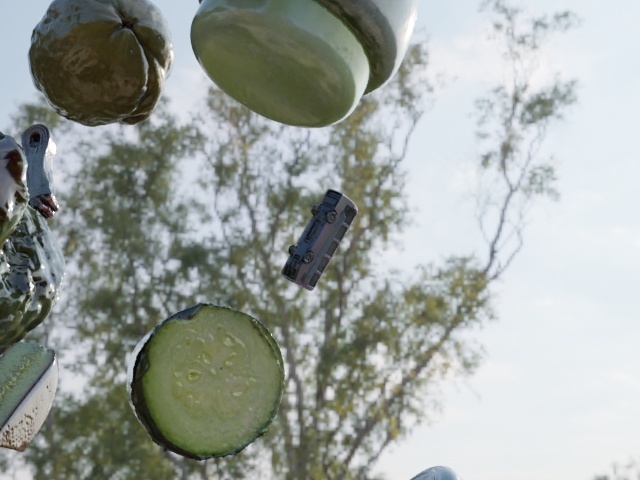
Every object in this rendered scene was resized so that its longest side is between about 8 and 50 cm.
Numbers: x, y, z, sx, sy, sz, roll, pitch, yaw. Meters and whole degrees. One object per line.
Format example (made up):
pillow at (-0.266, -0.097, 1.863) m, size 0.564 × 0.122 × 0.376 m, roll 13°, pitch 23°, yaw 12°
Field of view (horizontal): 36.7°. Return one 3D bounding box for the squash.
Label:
squash at (-0.163, 0.202, 1.356) m, size 0.220 × 0.220 × 0.133 m, roll 8°, pitch -16°, yaw -14°

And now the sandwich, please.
sandwich at (-0.480, 0.254, 1.483) m, size 0.094 × 0.258 × 0.096 m, roll 7°, pitch -63°, yaw 7°

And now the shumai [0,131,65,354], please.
shumai at (-0.524, -0.022, 1.244) m, size 0.398 × 0.324 × 0.323 m, roll 0°, pitch -35°, yaw -21°

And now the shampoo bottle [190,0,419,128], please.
shampoo bottle at (-0.017, -0.350, 1.410) m, size 0.322 × 0.317 × 0.322 m, roll 22°, pitch -23°, yaw 9°

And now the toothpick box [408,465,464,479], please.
toothpick box at (0.224, 0.545, 1.433) m, size 0.355 × 0.263 × 0.263 m, roll 43°, pitch -29°, yaw -2°

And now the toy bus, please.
toy bus at (0.000, 0.000, 1.245) m, size 0.052 × 0.130 × 0.037 m, roll 34°, pitch -6°, yaw -41°

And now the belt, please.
belt at (-0.533, -0.123, 1.836) m, size 0.071 × 0.232 × 0.053 m, roll -14°, pitch -32°, yaw 8°

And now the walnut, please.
walnut at (-0.359, -0.313, 1.599) m, size 0.227 × 0.283 × 0.283 m, roll -30°, pitch -5°, yaw -31°
